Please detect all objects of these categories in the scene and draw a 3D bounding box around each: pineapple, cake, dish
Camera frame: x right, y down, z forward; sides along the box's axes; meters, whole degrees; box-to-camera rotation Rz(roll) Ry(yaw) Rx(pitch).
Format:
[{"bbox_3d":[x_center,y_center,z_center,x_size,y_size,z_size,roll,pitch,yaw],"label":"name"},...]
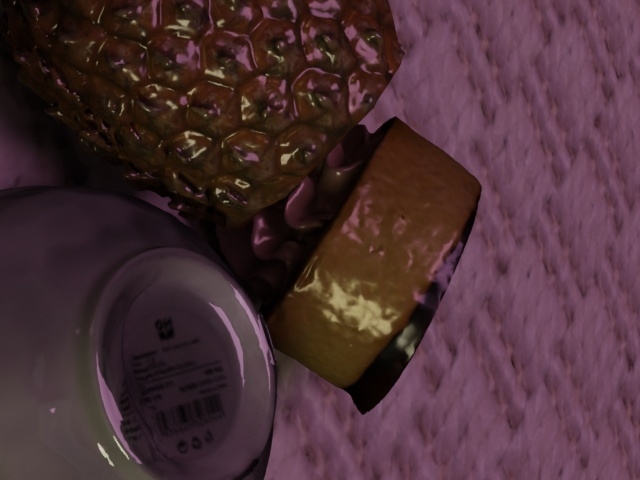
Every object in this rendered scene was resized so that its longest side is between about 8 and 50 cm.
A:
[{"bbox_3d":[-0.127,-0.162,0.840,0.362,0.202,0.202,35,55,-25],"label":"pineapple"},{"bbox_3d":[0.000,0.000,1.013,0.178,0.185,0.207,23,85,-5],"label":"cake"},{"bbox_3d":[-0.113,0.086,0.842,0.303,0.120,0.303,21,61,-44],"label":"dish"}]
